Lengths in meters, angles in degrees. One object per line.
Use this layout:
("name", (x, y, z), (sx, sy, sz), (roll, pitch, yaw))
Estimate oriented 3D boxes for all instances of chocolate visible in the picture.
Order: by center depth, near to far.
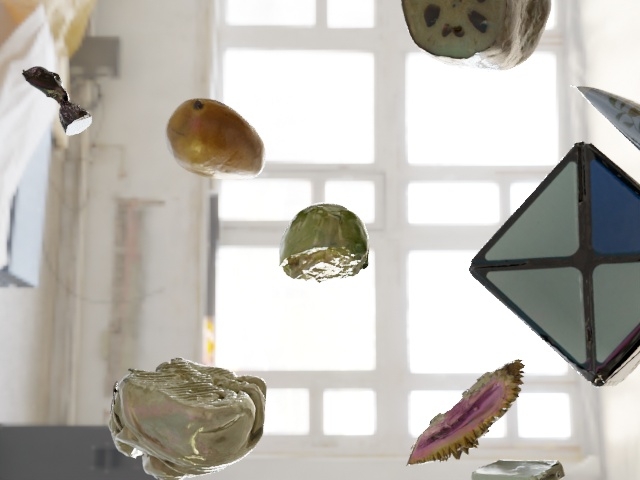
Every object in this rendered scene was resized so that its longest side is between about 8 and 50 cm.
("chocolate", (-0.486, -0.268, 2.011), (0.147, 0.070, 0.072), (56, 21, 3))

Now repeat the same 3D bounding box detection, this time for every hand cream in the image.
("hand cream", (0.384, -0.127, 1.261), (0.271, 0.091, 0.058), (-116, -137, -60))

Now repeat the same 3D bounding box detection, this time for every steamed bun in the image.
("steamed bun", (-0.252, 0.359, 2.059), (0.268, 0.280, 0.207), (-27, 125, -69))

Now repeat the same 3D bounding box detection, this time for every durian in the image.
("durian", (0.341, 0.384, 2.387), (0.112, 0.341, 0.191), (48, 14, 15))

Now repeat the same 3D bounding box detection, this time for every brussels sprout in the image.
("brussels sprout", (0.002, -0.004, 1.780), (0.149, 0.152, 0.122), (77, 7, -59))

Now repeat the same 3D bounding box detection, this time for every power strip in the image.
("power strip", (0.355, 0.424, 1.958), (0.192, 0.081, 0.035), (-16, -90, 57))

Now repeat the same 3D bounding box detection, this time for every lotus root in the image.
("lotus root", (0.311, -0.442, 2.080), (0.346, 0.251, 0.250), (-14, 106, -58))

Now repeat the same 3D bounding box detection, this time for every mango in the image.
("mango", (-0.185, -0.172, 1.934), (0.227, 0.147, 0.109), (38, 25, -50))

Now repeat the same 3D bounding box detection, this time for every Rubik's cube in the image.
("Rubik's cube", (0.392, 0.039, 1.526), (0.246, 0.250, 0.248), (-49, 157, 8))
